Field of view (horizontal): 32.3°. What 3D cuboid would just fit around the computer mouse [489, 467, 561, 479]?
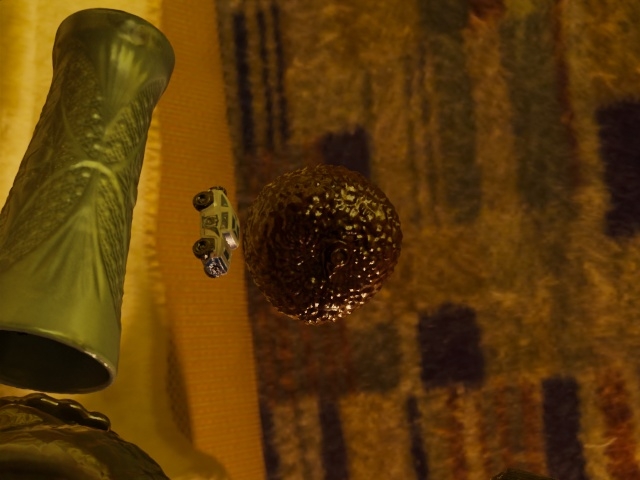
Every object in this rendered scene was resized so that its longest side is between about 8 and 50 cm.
[{"bbox_3d":[0.341,0.375,1.429,0.269,0.137,0.086,36,107,19],"label":"computer mouse"}]

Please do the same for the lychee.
[{"bbox_3d":[0.000,0.000,1.750,0.260,0.260,0.261,-2,87,35],"label":"lychee"}]

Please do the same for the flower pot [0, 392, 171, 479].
[{"bbox_3d":[-0.220,0.272,0.821,0.301,0.213,0.302,-4,55,6],"label":"flower pot"}]

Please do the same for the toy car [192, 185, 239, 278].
[{"bbox_3d":[-0.183,-0.021,1.951,0.070,0.080,0.171,-10,55,9],"label":"toy car"}]

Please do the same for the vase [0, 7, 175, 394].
[{"bbox_3d":[-0.141,-0.029,0.640,0.096,0.096,0.219,-12,55,34],"label":"vase"}]
